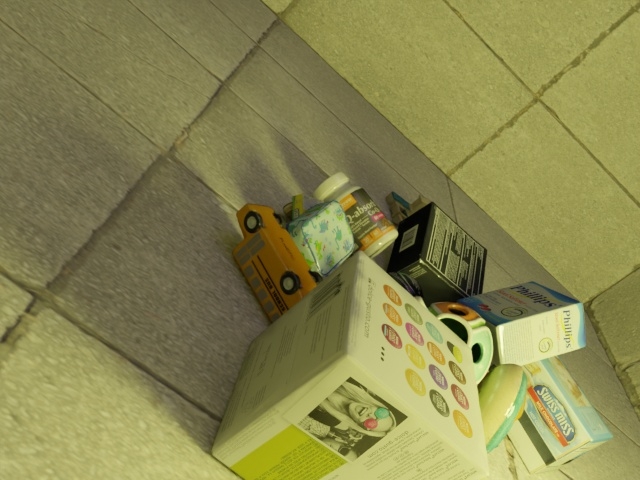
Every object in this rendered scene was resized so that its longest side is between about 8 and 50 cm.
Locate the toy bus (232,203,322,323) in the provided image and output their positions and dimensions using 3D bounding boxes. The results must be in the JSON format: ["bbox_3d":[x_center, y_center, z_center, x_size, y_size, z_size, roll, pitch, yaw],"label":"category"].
[{"bbox_3d":[-0.102,0.072,1.467,0.108,0.130,0.332,1,51,-57],"label":"toy bus"}]

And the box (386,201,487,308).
[{"bbox_3d":[0.405,0.084,2.131,0.294,0.183,0.296,38,45,-17],"label":"box"}]

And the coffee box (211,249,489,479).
[{"bbox_3d":[0.063,0.294,1.152,0.334,0.338,0.337,42,25,-13],"label":"coffee box"}]

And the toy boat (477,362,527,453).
[{"bbox_3d":[0.494,0.449,1.729,0.148,0.267,0.318,29,12,3],"label":"toy boat"}]

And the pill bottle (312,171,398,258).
[{"bbox_3d":[0.108,-0.077,1.991,0.278,0.162,0.162,52,25,9],"label":"pill bottle"}]

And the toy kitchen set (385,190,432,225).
[{"bbox_3d":[0.382,-0.142,2.524,0.122,0.166,0.207,34,28,-27],"label":"toy kitchen set"}]

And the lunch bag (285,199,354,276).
[{"bbox_3d":[0.000,0.000,1.702,0.219,0.090,0.176,-41,112,-50],"label":"lunch bag"}]

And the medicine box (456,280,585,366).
[{"bbox_3d":[0.615,0.255,1.912,0.263,0.290,0.149,-144,-138,-71],"label":"medicine box"}]

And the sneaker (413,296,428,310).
[{"bbox_3d":[0.205,0.225,1.591,0.296,0.131,0.111,99,-31,-71],"label":"sneaker"}]

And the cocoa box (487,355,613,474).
[{"bbox_3d":[0.714,0.532,1.980,0.231,0.228,0.347,17,39,-48],"label":"cocoa box"}]

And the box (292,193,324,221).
[{"bbox_3d":[-0.033,-0.036,1.778,0.105,0.043,0.179,16,66,-49],"label":"box"}]

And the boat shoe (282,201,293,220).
[{"bbox_3d":[-0.036,-0.061,1.858,0.190,0.068,0.072,18,49,-47],"label":"boat shoe"}]

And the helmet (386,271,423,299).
[{"bbox_3d":[0.220,0.171,1.823,0.169,0.169,0.161,18,54,-47],"label":"helmet"}]

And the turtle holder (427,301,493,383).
[{"bbox_3d":[0.314,0.308,1.640,0.243,0.320,0.227,46,-6,20],"label":"turtle holder"}]
